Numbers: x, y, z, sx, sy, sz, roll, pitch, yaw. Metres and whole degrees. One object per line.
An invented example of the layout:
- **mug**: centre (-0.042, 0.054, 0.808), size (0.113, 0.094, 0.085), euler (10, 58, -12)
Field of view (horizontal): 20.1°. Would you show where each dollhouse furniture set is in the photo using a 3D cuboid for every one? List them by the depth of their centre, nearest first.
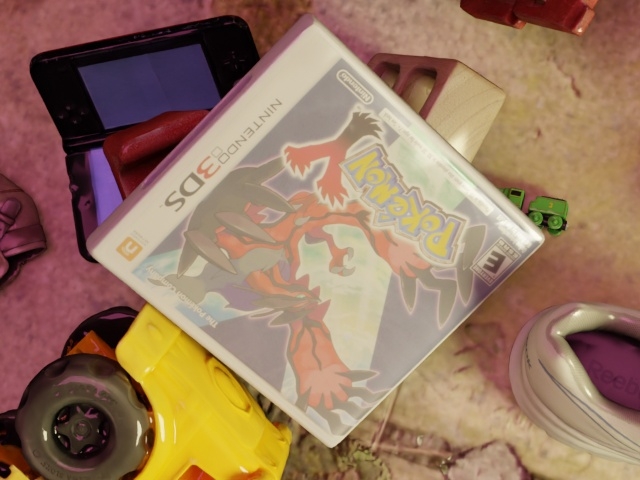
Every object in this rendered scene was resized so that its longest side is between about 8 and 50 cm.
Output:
- **dollhouse furniture set**: centre (0.017, -0.121, 1.060), size (0.201, 0.152, 0.374), euler (34, 85, -23)

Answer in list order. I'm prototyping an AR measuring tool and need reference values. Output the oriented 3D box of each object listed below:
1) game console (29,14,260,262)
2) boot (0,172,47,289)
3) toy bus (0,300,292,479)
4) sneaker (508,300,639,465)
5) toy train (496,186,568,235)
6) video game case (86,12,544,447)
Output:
- **game console**: centre (-0.102, -0.064, 1.150), size (0.144, 0.124, 0.085), euler (-11, 52, 7)
- **boot**: centre (-0.241, 0.002, 1.180), size (0.118, 0.042, 0.087), euler (-36, 79, 2)
- **toy bus**: centre (-0.114, 0.167, 1.088), size (0.220, 0.149, 0.211), euler (-43, 97, 12)
- **sneaker**: centre (0.248, 0.113, 1.039), size (0.297, 0.129, 0.111), euler (17, 81, 10)
- **toy train**: centre (0.117, -0.022, 1.140), size (0.083, 0.017, 0.024), euler (12, 72, 11)
- **video game case**: centre (0.000, 0.000, 1.037), size (0.183, 0.023, 0.201), euler (-45, 115, 9)
